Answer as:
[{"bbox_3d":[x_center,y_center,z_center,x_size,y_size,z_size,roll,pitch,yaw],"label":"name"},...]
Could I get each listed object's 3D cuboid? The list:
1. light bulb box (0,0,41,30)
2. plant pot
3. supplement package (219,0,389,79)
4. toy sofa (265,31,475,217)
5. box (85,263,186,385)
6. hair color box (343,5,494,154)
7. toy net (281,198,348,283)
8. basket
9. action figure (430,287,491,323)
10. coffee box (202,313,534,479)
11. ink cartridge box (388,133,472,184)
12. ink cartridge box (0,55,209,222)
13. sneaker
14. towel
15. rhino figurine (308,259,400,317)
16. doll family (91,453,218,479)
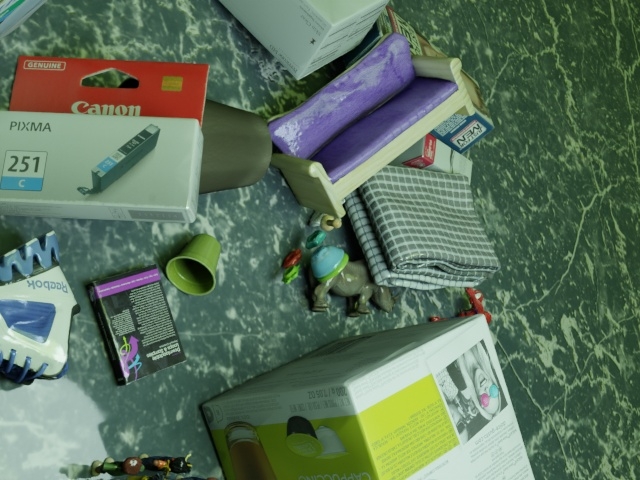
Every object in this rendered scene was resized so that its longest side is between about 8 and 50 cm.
[{"bbox_3d":[-0.475,-0.351,1.155,0.225,0.361,0.358,53,49,-18],"label":"light bulb box"},{"bbox_3d":[-0.196,0.032,1.506,0.083,0.083,0.079,47,37,-22],"label":"plant pot"},{"bbox_3d":[-0.043,-0.457,1.688,0.262,0.145,0.204,46,47,7],"label":"supplement package"},{"bbox_3d":[0.088,-0.217,1.685,0.362,0.150,0.177,-38,119,-19],"label":"toy sofa"},{"bbox_3d":[-0.279,0.127,1.425,0.116,0.029,0.162,-17,88,-44],"label":"box"},{"bbox_3d":[0.197,-0.340,1.924,0.347,0.105,0.174,32,33,-33],"label":"hair color box"},{"bbox_3d":[0.000,0.000,1.683,0.045,0.122,0.232,47,29,-20],"label":"toy net"},{"bbox_3d":[-0.201,-0.152,1.504,0.226,0.154,0.204,0,64,-47],"label":"basket"},{"bbox_3d":[0.267,0.195,1.871,0.139,0.091,0.280,50,49,-32],"label":"action figure"},{"bbox_3d":[0.085,0.342,1.482,0.338,0.337,0.335,-19,92,-45],"label":"coffee box"},{"bbox_3d":[0.224,-0.151,1.927,0.150,0.109,0.063,27,59,-35],"label":"ink cartridge box"},{"bbox_3d":[-0.316,-0.160,1.330,0.296,0.066,0.261,2,70,1],"label":"ink cartridge box"},{"bbox_3d":[-0.426,0.129,1.217,0.315,0.127,0.182,-38,102,-45],"label":"sneaker"},{"bbox_3d":[0.199,-0.025,1.789,0.283,0.121,0.235,4,50,-35],"label":"towel"},{"bbox_3d":[0.070,0.086,1.736,0.243,0.073,0.106,12,72,-42],"label":"rhino figurine"},{"bbox_3d":[-0.229,0.341,1.347,0.193,0.111,0.076,2,76,-43],"label":"doll family"}]
